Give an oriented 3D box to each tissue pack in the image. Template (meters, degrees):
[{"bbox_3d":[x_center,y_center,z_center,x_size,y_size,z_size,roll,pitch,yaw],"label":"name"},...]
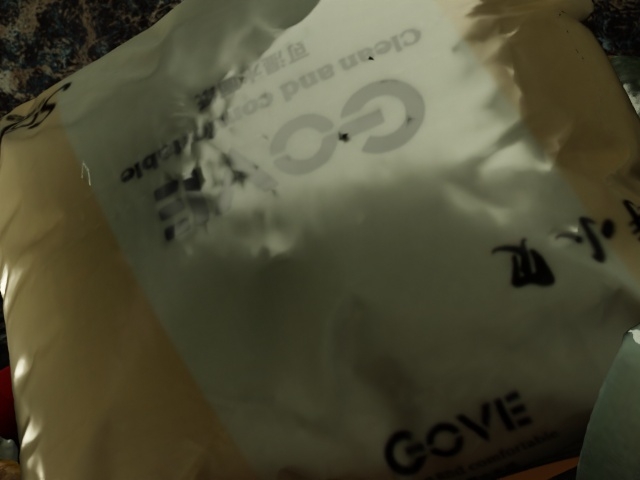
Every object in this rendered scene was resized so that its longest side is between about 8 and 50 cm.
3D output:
[{"bbox_3d":[0.000,0.000,0.939,0.375,0.390,0.195,-30,-37,13],"label":"tissue pack"}]

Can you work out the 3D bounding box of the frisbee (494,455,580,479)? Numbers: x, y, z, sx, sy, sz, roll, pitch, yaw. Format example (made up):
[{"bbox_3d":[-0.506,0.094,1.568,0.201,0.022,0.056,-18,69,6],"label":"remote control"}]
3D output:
[{"bbox_3d":[0.019,0.138,0.700,0.251,0.021,0.251,-24,-3,-2],"label":"frisbee"}]

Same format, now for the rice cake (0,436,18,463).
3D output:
[{"bbox_3d":[-0.323,0.217,1.209,0.106,0.050,0.298,-18,14,28],"label":"rice cake"}]

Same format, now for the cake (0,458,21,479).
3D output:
[{"bbox_3d":[-0.252,0.173,1.005,0.185,0.178,0.208,-22,6,-12],"label":"cake"}]

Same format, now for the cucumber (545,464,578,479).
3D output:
[{"bbox_3d":[0.044,0.127,0.538,0.241,0.074,0.074,-23,9,-14],"label":"cucumber"}]

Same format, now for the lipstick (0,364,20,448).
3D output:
[{"bbox_3d":[-0.284,0.155,1.519,0.073,0.073,0.280,-15,9,26],"label":"lipstick"}]

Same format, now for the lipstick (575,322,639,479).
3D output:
[{"bbox_3d":[0.168,0.110,0.409,0.077,0.079,0.253,-13,40,-31],"label":"lipstick"}]

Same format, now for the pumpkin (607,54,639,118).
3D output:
[{"bbox_3d":[0.200,-0.013,1.087,0.300,0.207,0.300,-13,-3,-1],"label":"pumpkin"}]
